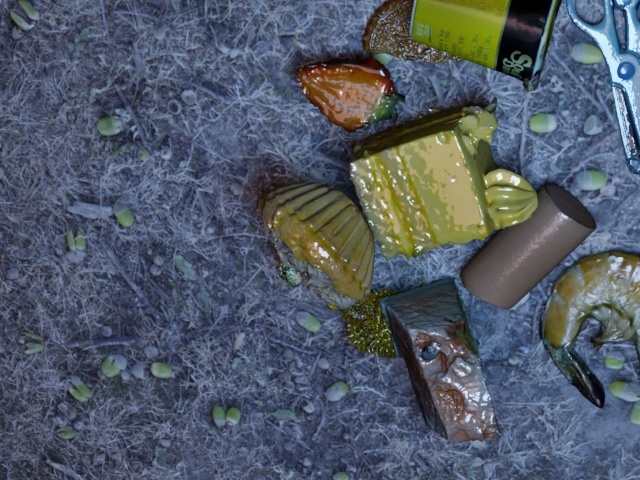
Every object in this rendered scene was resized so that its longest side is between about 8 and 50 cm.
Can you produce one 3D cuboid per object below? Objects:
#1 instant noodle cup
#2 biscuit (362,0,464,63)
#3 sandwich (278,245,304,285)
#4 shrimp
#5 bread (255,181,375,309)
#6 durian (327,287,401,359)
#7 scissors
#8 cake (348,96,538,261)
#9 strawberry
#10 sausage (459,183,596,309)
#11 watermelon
[{"bbox_3d":[0.282,-0.383,1.785,0.236,0.215,0.216,15,110,11],"label":"instant noodle cup"},{"bbox_3d":[0.178,-0.385,1.906,0.206,0.025,0.126,6,108,12],"label":"biscuit"},{"bbox_3d":[0.013,0.014,2.031,0.160,0.109,0.185,20,111,10],"label":"sandwich"},{"bbox_3d":[0.576,0.234,1.975,0.272,0.085,0.445,-23,98,25],"label":"shrimp"},{"bbox_3d":[0.000,0.000,1.850,0.274,0.274,0.149,45,81,-2],"label":"bread"},{"bbox_3d":[0.111,0.159,2.037,0.208,0.102,0.146,24,116,-14],"label":"durian"},{"bbox_3d":[0.537,-0.305,1.836,0.180,0.032,0.393,-8,104,16],"label":"scissors"},{"bbox_3d":[0.225,-0.111,1.878,0.286,0.222,0.227,-18,104,19],"label":"cake"},{"bbox_3d":[0.062,-0.274,1.939,0.192,0.085,0.140,-9,106,18],"label":"strawberry"},{"bbox_3d":[0.373,0.021,1.935,0.123,0.123,0.253,41,114,-1],"label":"sausage"},{"bbox_3d":[0.215,0.219,1.930,0.151,0.302,0.264,-16,99,7],"label":"watermelon"}]
